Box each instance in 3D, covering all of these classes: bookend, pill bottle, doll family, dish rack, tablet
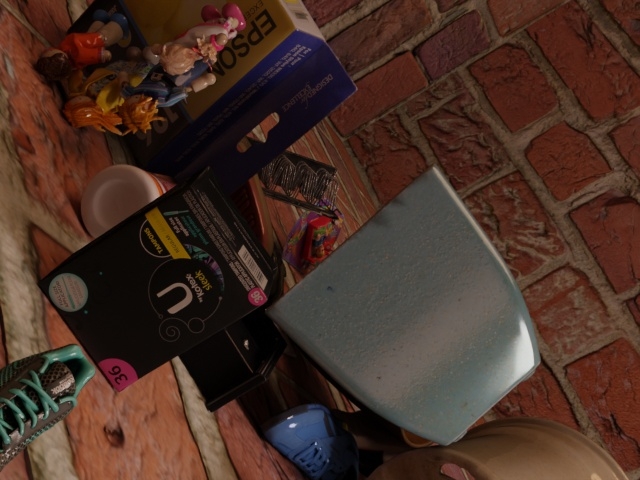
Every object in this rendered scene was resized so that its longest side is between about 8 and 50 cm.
[{"bbox_3d":[-0.117,0.086,1.115,0.157,0.072,0.156,58,9,-3],"label":"bookend"},{"bbox_3d":[-0.185,-0.028,1.078,0.086,0.086,0.152,61,10,12],"label":"pill bottle"},{"bbox_3d":[-0.204,-0.184,1.159,0.163,0.263,0.118,-56,139,-46],"label":"doll family"},{"bbox_3d":[-0.063,-0.104,1.650,0.208,0.074,0.271,17,9,-11],"label":"dish rack"},{"bbox_3d":[-0.061,0.131,1.472,0.083,0.006,0.054,63,10,22],"label":"tablet"}]

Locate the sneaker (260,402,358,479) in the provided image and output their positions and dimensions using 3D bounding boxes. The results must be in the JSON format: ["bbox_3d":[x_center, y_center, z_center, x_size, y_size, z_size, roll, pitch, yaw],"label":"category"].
[{"bbox_3d":[-0.002,0.252,1.208,0.209,0.069,0.082,43,22,-59],"label":"sneaker"}]

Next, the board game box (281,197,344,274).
[{"bbox_3d":[0.000,0.000,1.820,0.033,0.133,0.169,33,-4,27],"label":"board game box"}]

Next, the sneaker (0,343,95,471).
[{"bbox_3d":[-0.194,0.103,0.640,0.065,0.076,0.166,57,9,-8],"label":"sneaker"}]

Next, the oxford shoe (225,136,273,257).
[{"bbox_3d":[-0.120,-0.086,1.409,0.130,0.123,0.348,24,33,-45],"label":"oxford shoe"}]

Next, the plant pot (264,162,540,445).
[{"bbox_3d":[0.114,0.097,1.192,0.252,0.248,0.247,49,-2,3],"label":"plant pot"}]

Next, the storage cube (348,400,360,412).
[{"bbox_3d":[0.106,0.163,1.709,0.215,0.184,0.193,59,11,-2],"label":"storage cube"}]

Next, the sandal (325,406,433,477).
[{"bbox_3d":[0.061,0.292,1.429,0.265,0.076,0.102,19,13,-44],"label":"sandal"}]

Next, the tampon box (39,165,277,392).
[{"bbox_3d":[-0.139,0.032,0.894,0.120,0.161,0.101,56,10,-10],"label":"tampon box"}]

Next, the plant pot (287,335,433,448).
[{"bbox_3d":[0.082,0.137,1.462,0.254,0.237,0.237,23,-13,33],"label":"plant pot"}]

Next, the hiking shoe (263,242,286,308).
[{"bbox_3d":[-0.100,0.021,1.455,0.227,0.086,0.114,-105,179,-55],"label":"hiking shoe"}]

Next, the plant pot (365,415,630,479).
[{"bbox_3d":[0.196,0.372,1.227,0.305,0.334,0.334,22,36,-56],"label":"plant pot"}]

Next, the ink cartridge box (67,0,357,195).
[{"bbox_3d":[-0.150,-0.227,1.257,0.072,0.303,0.307,-12,69,-56],"label":"ink cartridge box"}]
